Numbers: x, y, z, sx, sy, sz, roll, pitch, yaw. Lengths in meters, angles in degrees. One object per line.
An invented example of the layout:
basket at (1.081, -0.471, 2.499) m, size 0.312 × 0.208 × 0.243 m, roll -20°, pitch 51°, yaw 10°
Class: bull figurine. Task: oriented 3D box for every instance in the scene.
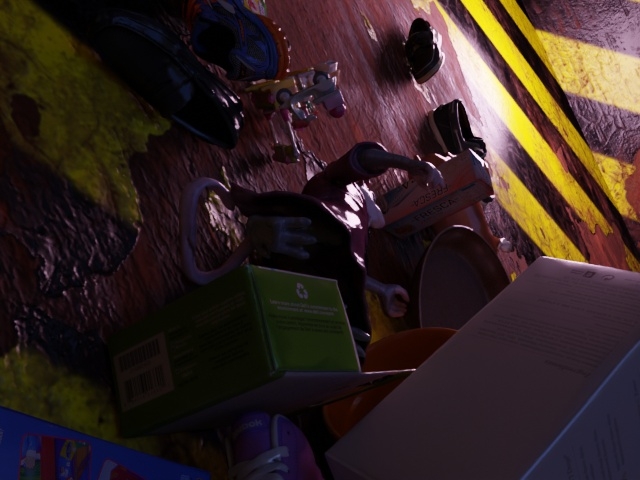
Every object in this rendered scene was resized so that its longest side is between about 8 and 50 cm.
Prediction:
bull figurine at (0.257, -0.021, 1.323) m, size 0.188 × 0.101 × 0.311 m, roll -19°, pitch 87°, yaw -62°

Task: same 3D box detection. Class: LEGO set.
LEGO set at (-0.028, -0.178, 1.023) m, size 0.287 × 0.132 × 0.107 m, roll -84°, pitch 159°, yaw -74°

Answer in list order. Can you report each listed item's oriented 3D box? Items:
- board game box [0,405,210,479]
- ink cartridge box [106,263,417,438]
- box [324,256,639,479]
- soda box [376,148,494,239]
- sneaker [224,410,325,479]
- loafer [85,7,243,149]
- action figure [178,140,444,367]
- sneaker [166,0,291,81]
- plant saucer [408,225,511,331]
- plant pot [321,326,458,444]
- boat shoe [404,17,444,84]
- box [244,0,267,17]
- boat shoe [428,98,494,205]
board game box at (-0.194, 0.300, 0.468) m, size 0.233 × 0.078 × 0.347 m, roll 34°, pitch 43°, yaw -38°
ink cartridge box at (-0.044, 0.113, 0.714) m, size 0.255 × 0.188 × 0.097 m, roll 12°, pitch 57°, yaw -53°
box at (0.204, 0.200, 0.695) m, size 0.345 × 0.168 × 0.215 m, roll -34°, pitch 119°, yaw -31°
soda box at (0.180, -0.071, 1.165) m, size 0.058 × 0.183 × 0.063 m, roll 29°, pitch 44°, yaw -42°
sneaker at (-0.057, 0.226, 0.596) m, size 0.282 × 0.102 × 0.161 m, roll 34°, pitch 33°, yaw -77°
loafer at (-0.169, -0.181, 0.841) m, size 0.223 × 0.076 × 0.078 m, roll 34°, pitch 35°, yaw -44°
action figure at (0.000, 0.000, 0.922) m, size 0.370 × 0.275 × 0.248 m, roll -73°, pitch 172°, yaw -65°
sneaker at (-0.132, -0.270, 0.904) m, size 0.087 × 0.083 × 0.221 m, roll -26°, pitch 57°, yaw -37°
plant saucer at (0.219, 0.134, 1.119) m, size 0.310 × 0.050 × 0.311 m, roll 21°, pitch 63°, yaw -47°
plant pot at (0.129, 0.241, 0.884) m, size 0.188 × 0.205 × 0.205 m, roll 67°, pitch 29°, yaw -25°
boat shoe at (0.212, -0.406, 1.553) m, size 0.073 × 0.080 × 0.224 m, roll 42°, pitch 32°, yaw -21°
box at (-0.146, -0.375, 1.044) m, size 0.179 × 0.043 × 0.105 m, roll 24°, pitch 49°, yaw -42°
boat shoe at (0.309, -0.181, 1.531) m, size 0.233 × 0.079 × 0.084 m, roll 62°, pitch 30°, yaw -5°
